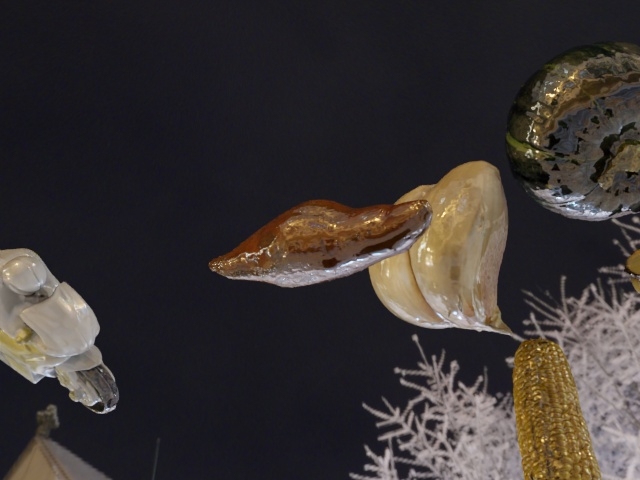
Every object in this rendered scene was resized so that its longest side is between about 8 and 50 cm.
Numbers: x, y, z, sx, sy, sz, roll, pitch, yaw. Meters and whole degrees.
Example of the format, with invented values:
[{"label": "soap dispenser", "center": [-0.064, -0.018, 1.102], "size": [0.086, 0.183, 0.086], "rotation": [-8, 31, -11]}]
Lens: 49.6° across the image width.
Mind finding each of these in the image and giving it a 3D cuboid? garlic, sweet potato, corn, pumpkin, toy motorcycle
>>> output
[{"label": "garlic", "center": [0.228, 0.020, 1.271], "size": [0.249, 0.286, 0.313], "rotation": [-10, -83, -16]}, {"label": "sweet potato", "center": [-0.003, 0.002, 0.903], "size": [0.359, 0.112, 0.112], "rotation": [-13, -62, 31]}, {"label": "corn", "center": [0.358, 0.291, 1.084], "size": [0.115, 0.318, 0.115], "rotation": [3, -49, 3]}, {"label": "pumpkin", "center": [0.490, -0.186, 1.217], "size": [0.323, 0.241, 0.323], "rotation": [-3, -68, -8]}, {"label": "toy motorcycle", "center": [-0.266, 0.061, 0.610], "size": [0.229, 0.074, 0.151], "rotation": [31, -42, 18]}]

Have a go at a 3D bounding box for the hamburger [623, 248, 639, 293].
[{"label": "hamburger", "center": [0.711, 0.096, 1.266], "size": [0.303, 0.261, 0.186], "rotation": [-26, -82, -39]}]
